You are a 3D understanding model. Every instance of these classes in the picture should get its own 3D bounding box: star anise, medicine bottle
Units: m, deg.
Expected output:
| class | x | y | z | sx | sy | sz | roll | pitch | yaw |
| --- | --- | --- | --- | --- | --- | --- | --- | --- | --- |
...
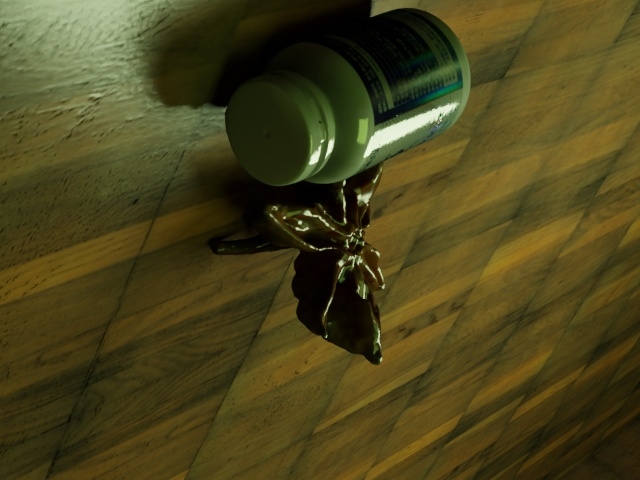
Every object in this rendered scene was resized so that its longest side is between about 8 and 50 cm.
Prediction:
| class | x | y | z | sx | sy | sz | roll | pitch | yaw |
| --- | --- | --- | --- | --- | --- | --- | --- | --- | --- |
| star anise | 0.005 | -0.004 | 1.340 | 0.212 | 0.111 | 0.196 | 54 | 53 | -38 |
| medicine bottle | 0.021 | -0.105 | 1.202 | 0.191 | 0.107 | 0.107 | -27 | 149 | -47 |
